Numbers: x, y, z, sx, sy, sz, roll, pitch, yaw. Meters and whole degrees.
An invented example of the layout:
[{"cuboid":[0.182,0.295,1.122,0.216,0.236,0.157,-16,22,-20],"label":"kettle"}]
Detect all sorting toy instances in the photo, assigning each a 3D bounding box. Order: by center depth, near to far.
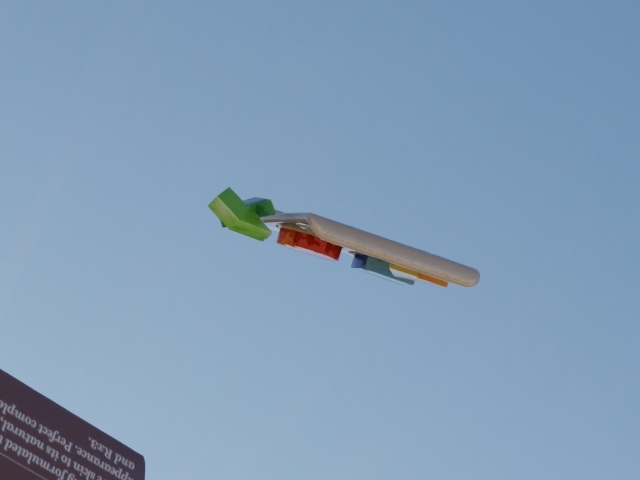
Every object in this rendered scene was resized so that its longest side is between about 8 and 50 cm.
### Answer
[{"cuboid":[0.000,0.000,0.595,0.083,0.062,0.012,18,-92,-20],"label":"sorting toy"}]

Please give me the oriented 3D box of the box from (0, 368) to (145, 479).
[{"cuboid":[-0.302,0.200,1.120,0.381,0.143,0.191,-25,-44,30],"label":"box"}]
